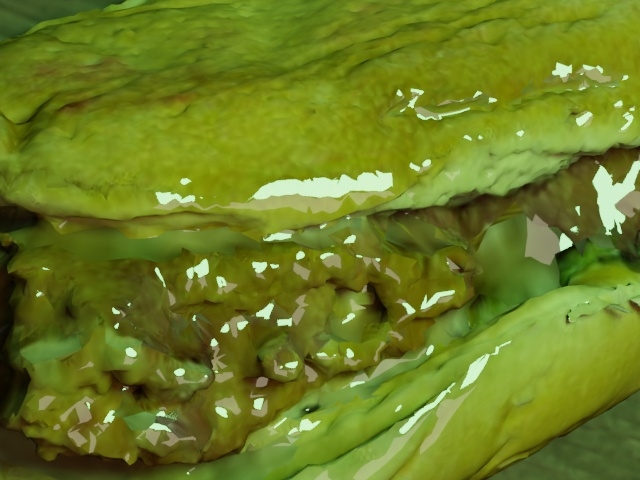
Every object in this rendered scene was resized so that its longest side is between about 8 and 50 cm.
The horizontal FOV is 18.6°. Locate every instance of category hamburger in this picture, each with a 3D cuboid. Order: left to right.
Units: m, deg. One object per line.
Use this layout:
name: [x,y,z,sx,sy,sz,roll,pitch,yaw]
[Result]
hamburger: [0.000,0.000,0.581,0.282,0.245,0.155,1,116,17]
